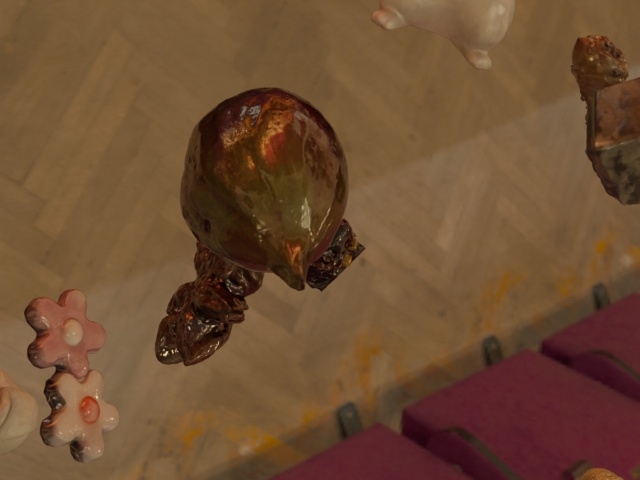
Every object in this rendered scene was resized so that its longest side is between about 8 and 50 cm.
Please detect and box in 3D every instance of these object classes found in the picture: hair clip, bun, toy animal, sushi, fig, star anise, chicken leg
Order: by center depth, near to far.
[{"bbox_3d":[-0.030,-0.022,0.574,0.103,0.154,0.109,-7,138,-11],"label":"fig"},{"bbox_3d":[0.144,-0.301,0.895,0.138,0.141,0.282,-58,170,-40],"label":"toy animal"},{"bbox_3d":[0.383,0.336,1.274,0.055,0.086,0.086,-37,117,-17],"label":"bun"},{"bbox_3d":[-0.369,0.199,1.425,0.146,0.075,0.256,-1,84,-51],"label":"hair clip"},{"bbox_3d":[0.441,-0.239,1.518,0.198,0.085,0.069,70,15,-49],"label":"chicken leg"},{"bbox_3d":[-0.189,0.086,1.690,0.108,0.315,0.315,27,74,-24],"label":"star anise"},{"bbox_3d":[-0.623,0.317,1.696,0.289,0.249,0.174,-15,76,-44],"label":"toy animal"},{"bbox_3d":[0.000,0.000,2.145,0.172,0.150,0.153,46,77,0],"label":"sushi"}]

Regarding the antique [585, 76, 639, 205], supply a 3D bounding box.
[{"bbox_3d":[0.341,-0.104,0.889,0.088,0.183,0.086,53,37,-37],"label":"antique"}]
